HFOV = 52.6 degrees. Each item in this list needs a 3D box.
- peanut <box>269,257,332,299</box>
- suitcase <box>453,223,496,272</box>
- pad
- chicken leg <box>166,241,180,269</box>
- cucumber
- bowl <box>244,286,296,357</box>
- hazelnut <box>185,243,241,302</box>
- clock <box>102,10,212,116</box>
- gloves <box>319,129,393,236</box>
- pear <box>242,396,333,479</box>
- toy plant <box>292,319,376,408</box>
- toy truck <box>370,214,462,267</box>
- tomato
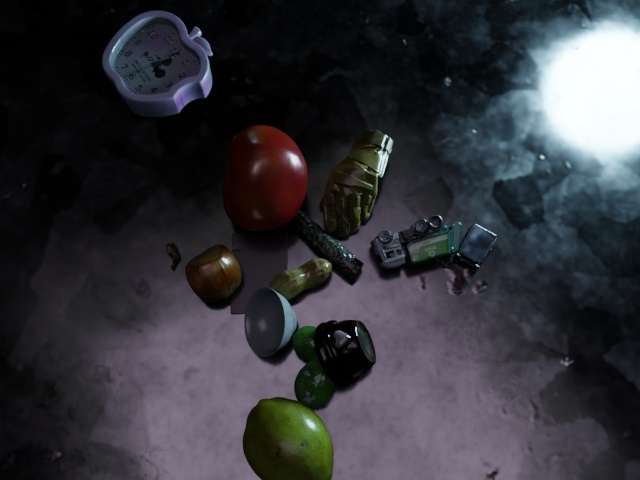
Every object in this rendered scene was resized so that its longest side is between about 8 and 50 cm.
[{"bbox_3d":[-0.054,0.106,1.811,0.192,0.089,0.089,-26,73,-10],"label":"peanut"},{"bbox_3d":[0.441,0.020,1.844,0.086,0.059,0.126,30,75,9],"label":"suitcase"},{"bbox_3d":[-0.177,0.091,1.864,0.163,0.004,0.243,-1,72,1],"label":"pad"},{"bbox_3d":[-0.425,0.043,1.878,0.036,0.021,0.083,-15,76,-14],"label":"chicken leg"},{"bbox_3d":[0.000,0.000,1.861,0.293,0.067,0.067,41,77,15],"label":"cucumber"},{"bbox_3d":[-0.121,0.223,1.760,0.086,0.189,0.189,6,66,-39],"label":"bowl"},{"bbox_3d":[-0.294,0.094,1.799,0.150,0.150,0.150,0,71,1],"label":"hazelnut"},{"bbox_3d":[-0.504,-0.554,2.038,0.338,0.102,0.339,0,71,0],"label":"clock"},{"bbox_3d":[0.099,-0.169,1.873,0.154,0.141,0.331,25,74,8],"label":"gloves"},{"bbox_3d":[-0.077,0.514,1.615,0.212,0.212,0.269,-34,67,-9],"label":"pear"},{"bbox_3d":[0.023,0.315,1.711,0.235,0.175,0.218,-25,63,22],"label":"toy plant"},{"bbox_3d":[0.275,0.005,1.830,0.253,0.114,0.124,-18,83,-4],"label":"toy truck"},{"bbox_3d":[-0.152,-0.174,1.818,0.226,0.298,0.299,7,71,-14],"label":"tomato"}]
